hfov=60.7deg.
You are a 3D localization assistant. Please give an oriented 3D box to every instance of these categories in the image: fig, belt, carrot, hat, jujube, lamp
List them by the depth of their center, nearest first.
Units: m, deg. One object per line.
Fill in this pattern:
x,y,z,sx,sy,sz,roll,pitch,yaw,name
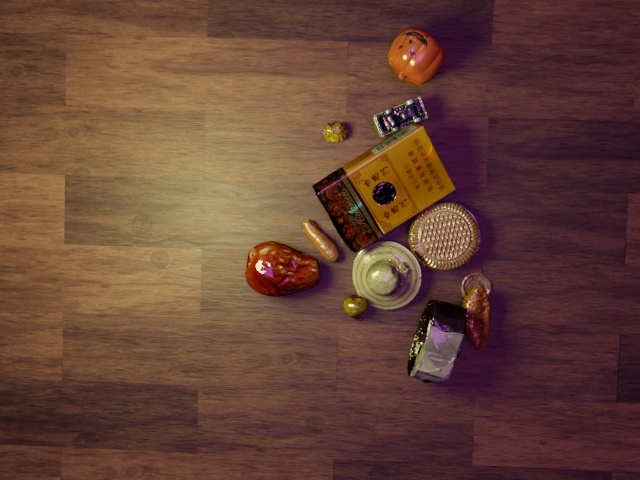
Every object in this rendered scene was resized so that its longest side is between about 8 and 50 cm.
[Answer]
0.314,-0.609,1.830,0.188,0.187,0.163,35,93,0,lamp
0.410,0.353,1.871,0.164,0.184,0.288,17,98,-4,belt
0.218,0.130,1.876,0.252,0.110,0.251,2,99,13,hat
-0.130,0.102,1.878,0.256,0.190,0.189,4,92,-6,jujube
0.000,0.000,1.925,0.060,0.060,0.186,-41,91,3,carrot
0.120,0.241,1.928,0.084,0.082,0.098,-4,111,-32,fig

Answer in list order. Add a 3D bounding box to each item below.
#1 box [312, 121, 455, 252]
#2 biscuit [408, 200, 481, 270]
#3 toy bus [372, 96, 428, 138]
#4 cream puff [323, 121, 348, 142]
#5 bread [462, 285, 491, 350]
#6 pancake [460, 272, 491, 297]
0.210,-0.176,1.842,0.416,0.115,0.264,-31,113,3,box
0.435,-0.015,1.903,0.260,0.079,0.258,0,93,1,biscuit
0.268,-0.420,1.879,0.175,0.101,0.088,-23,98,-2,toy bus
0.052,-0.378,1.907,0.083,0.058,0.083,37,95,-2,cream puff
0.540,0.267,1.912,0.105,0.076,0.232,-5,97,-7,bread
0.555,0.168,1.942,0.115,0.011,0.114,0,93,-1,pancake
